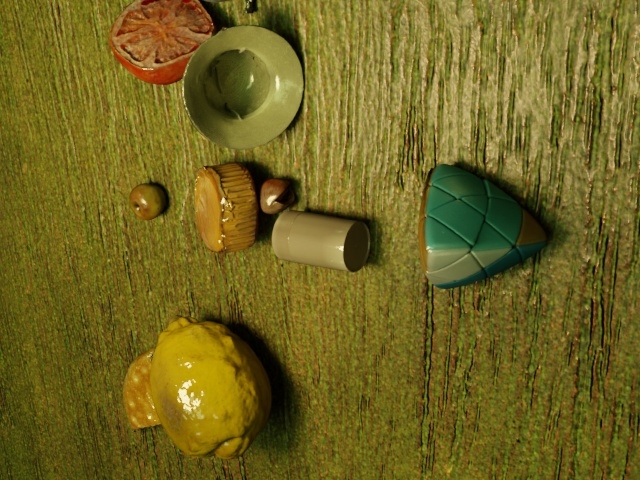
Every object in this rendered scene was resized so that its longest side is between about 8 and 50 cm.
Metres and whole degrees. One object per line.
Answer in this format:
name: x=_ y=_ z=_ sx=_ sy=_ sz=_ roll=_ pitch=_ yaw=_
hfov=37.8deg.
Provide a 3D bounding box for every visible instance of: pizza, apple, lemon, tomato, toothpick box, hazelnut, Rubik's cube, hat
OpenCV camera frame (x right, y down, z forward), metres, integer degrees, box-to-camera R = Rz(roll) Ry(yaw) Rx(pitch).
pizza: x=-0.430 y=0.404 z=2.420 sx=0.197 sy=0.058 sz=0.292 roll=31 pitch=123 yaw=24
apple: x=-0.413 y=-0.092 z=2.231 sx=0.089 sy=0.074 sz=0.090 roll=15 pitch=116 yaw=33
lemon: x=-0.251 y=0.334 z=2.133 sx=0.285 sy=0.285 sz=0.316 roll=-49 pitch=32 yaw=37
tomato: x=-0.323 y=-0.421 z=1.989 sx=0.236 sy=0.237 sz=0.095 roll=32 pitch=159 yaw=25
toothpick box: x=0.000 y=0.000 z=1.930 sx=0.180 sy=0.111 sz=0.111 roll=9 pitch=110 yaw=33
hazelnut: x=-0.095 y=-0.094 z=1.991 sx=0.086 sy=0.086 sz=0.086 roll=13 pitch=112 yaw=33
Rubik's cube: x=0.276 y=-0.007 z=1.656 sx=0.254 sy=0.254 sz=0.255 roll=13 pitch=112 yaw=33
hat: x=-0.176 y=-0.323 z=1.922 sx=0.130 sy=0.257 sz=0.257 roll=-141 pitch=49 yaw=-59

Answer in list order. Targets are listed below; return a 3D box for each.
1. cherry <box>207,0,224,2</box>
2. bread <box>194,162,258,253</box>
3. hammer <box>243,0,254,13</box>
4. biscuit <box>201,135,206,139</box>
cherry: x=-0.197 y=-0.597 z=1.814 sx=0.296 sy=0.218 sz=0.255 roll=40 pitch=125 yaw=33
bread: x=-0.200 y=-0.072 z=2.035 sx=0.199 sy=0.104 sz=0.199 roll=34 pitch=130 yaw=56
hammer: x=-0.228 y=-0.522 z=1.955 sx=0.200 sy=0.021 sz=0.078 roll=10 pitch=103 yaw=19
biscuit: x=-0.260 y=-0.313 z=2.059 sx=0.056 sy=0.052 sz=0.188 roll=-12 pitch=96 yaw=51
